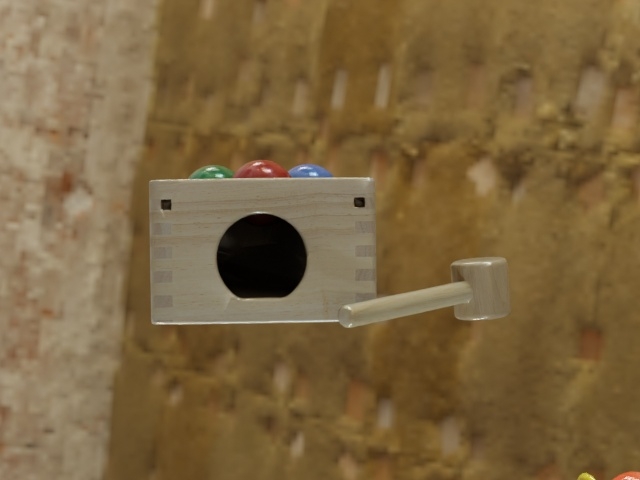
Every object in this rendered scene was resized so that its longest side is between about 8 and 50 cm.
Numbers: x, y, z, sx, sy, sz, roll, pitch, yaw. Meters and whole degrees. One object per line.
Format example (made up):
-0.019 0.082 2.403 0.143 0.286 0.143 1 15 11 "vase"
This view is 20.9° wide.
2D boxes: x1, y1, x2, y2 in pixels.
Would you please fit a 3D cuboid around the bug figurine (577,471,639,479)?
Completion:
0.141 0.214 0.587 0.216 0.072 0.279 -107 -179 -57 "bug figurine"

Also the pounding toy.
0.006 0.000 1.000 0.181 0.206 0.094 173 -84 -88 "pounding toy"
